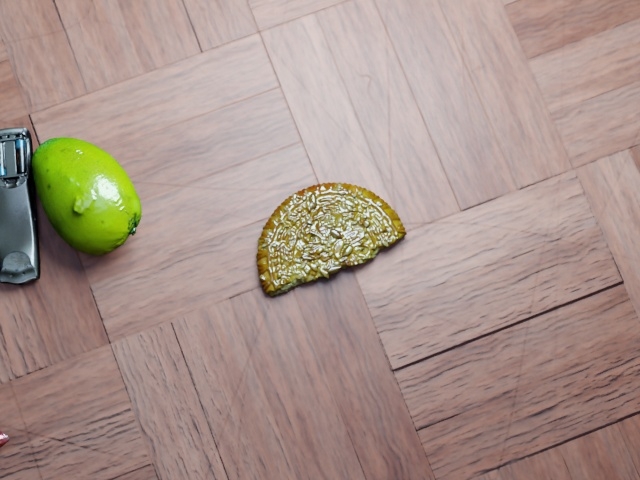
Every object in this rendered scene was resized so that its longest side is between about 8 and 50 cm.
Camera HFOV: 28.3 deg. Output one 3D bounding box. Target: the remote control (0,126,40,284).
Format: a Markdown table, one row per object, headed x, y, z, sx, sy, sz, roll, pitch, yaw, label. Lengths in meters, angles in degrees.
| x | y | z | sx | sy | sz | roll | pitch | yaw | label |
| --- | --- | --- | --- | --- | --- | --- | --- | --- | --- |
| -0.404 | -0.047 | 1.676 | 0.059 | 0.028 | 0.212 | -6 | 79 | -4 | remote control |

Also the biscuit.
| x | y | z | sx | sy | sz | roll | pitch | yaw | label |
| --- | --- | --- | --- | --- | --- | --- | --- | --- | --- |
| 0.002 | -0.013 | 1.684 | 0.206 | 0.025 | 0.126 | -24 | 80 | -7 | biscuit |

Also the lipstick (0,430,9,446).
| x | y | z | sx | sy | sz | roll | pitch | yaw | label |
| --- | --- | --- | --- | --- | --- | --- | --- | --- | --- |
| -0.486 | 0.273 | 1.601 | 0.186 | 0.057 | 0.063 | -13 | 77 | -10 | lipstick |

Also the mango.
| x | y | z | sx | sy | sz | roll | pitch | yaw | label |
| --- | --- | --- | --- | --- | --- | --- | --- | --- | --- |
| -0.310 | -0.063 | 1.648 | 0.119 | 0.100 | 0.178 | -41 | 75 | -6 | mango |
